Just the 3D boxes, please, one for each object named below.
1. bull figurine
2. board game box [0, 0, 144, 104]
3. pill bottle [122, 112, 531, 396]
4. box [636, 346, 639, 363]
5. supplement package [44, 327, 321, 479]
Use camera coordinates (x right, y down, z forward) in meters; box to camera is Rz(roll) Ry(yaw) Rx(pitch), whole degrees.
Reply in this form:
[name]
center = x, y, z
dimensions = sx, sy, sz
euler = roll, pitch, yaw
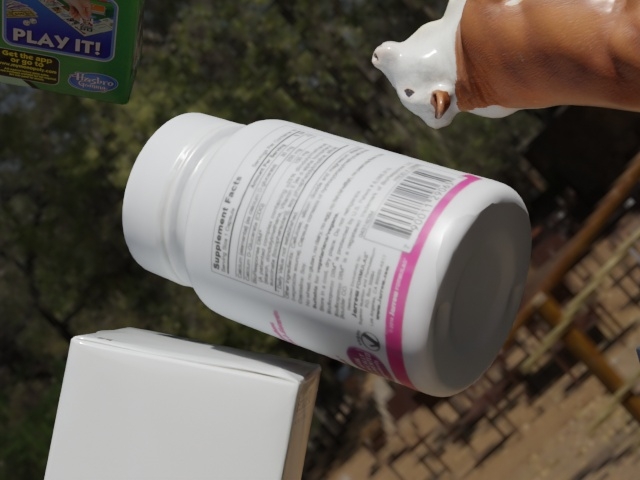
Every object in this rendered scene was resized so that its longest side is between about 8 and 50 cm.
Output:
[bull figurine]
center = 0.172, -0.167, 1.059
dimensions = 0.310, 0.188, 0.101
euler = 9, 21, 40
[board game box]
center = -0.240, -0.181, 0.722
dimensions = 0.213, 0.317, 0.046
euler = 105, 172, -51
[pill bottle]
center = 0.000, 0.000, 1.105
dimensions = 0.160, 0.283, 0.160
euler = -33, -47, -46
[box]
center = 0.486, 0.242, 1.399
dimensions = 0.179, 0.313, 0.343
euler = -17, 7, -14
[supplement package]
center = -0.115, 0.227, 1.127
dimensions = 0.177, 0.175, 0.293
euler = 7, -87, -84
